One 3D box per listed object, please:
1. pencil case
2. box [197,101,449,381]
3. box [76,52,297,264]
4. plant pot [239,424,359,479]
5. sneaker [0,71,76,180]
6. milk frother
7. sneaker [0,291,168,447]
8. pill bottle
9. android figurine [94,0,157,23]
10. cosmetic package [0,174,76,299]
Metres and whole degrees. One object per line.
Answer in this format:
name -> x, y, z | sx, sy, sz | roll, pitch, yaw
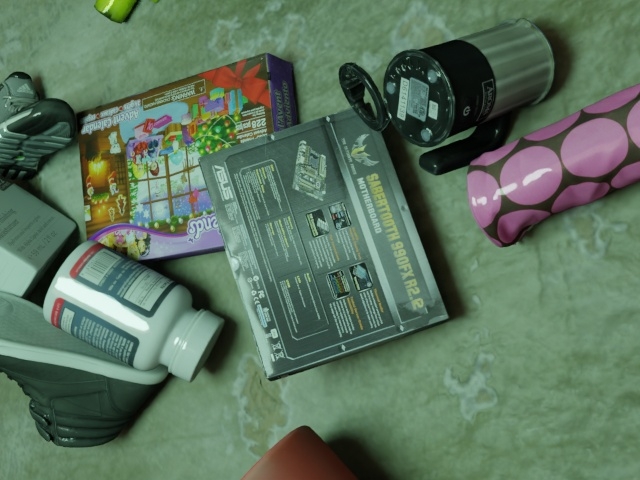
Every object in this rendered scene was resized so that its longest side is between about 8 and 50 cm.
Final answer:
pencil case -> 0.233, -0.065, 0.640 | 0.209, 0.098, 0.095 | -22, 33, 28
box -> 0.000, 0.000, 0.740 | 0.183, 0.056, 0.231 | -19, 79, -3
box -> -0.158, -0.082, 0.882 | 0.293, 0.057, 0.200 | -10, 84, 29
plant pot -> -0.006, 0.350, 0.674 | 0.243, 0.275, 0.275 | 37, 106, 14
sneaker -> -0.388, -0.173, 0.982 | 0.229, 0.086, 0.132 | -22, 68, 47
milk frother -> 0.109, -0.146, 0.689 | 0.143, 0.135, 0.129 | 49, 144, 25
sneaker -> -0.340, 0.159, 0.878 | 0.147, 0.296, 0.104 | -62, 20, 20
pill bottle -> -0.207, 0.085, 0.851 | 0.180, 0.108, 0.108 | 28, 103, 3
android figurine -> -0.222, -0.418, 0.936 | 0.248, 0.056, 0.273 | 48, 112, 23
cosmetic package -> -0.443, 0.010, 0.947 | 0.184, 0.151, 0.151 | 35, 109, -13
